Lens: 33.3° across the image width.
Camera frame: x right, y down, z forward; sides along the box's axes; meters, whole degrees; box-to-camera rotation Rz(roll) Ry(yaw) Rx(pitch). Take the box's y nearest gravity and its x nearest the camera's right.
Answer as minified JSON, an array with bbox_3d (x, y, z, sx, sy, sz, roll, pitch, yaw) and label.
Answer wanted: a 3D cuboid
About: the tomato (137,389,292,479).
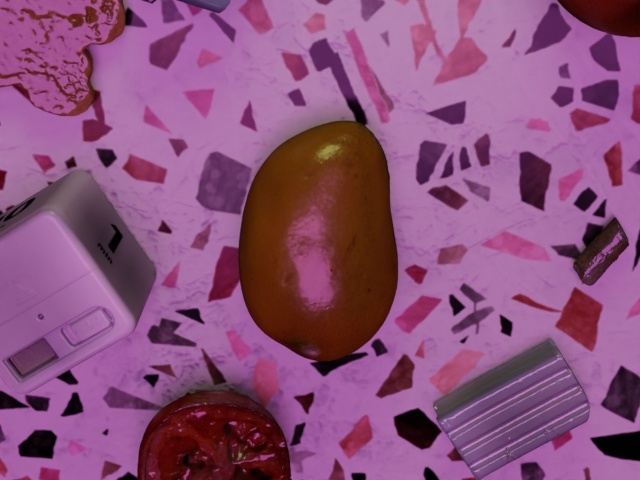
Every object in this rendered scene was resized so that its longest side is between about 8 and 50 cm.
[{"bbox_3d":[-0.155,0.305,1.531,0.228,0.101,0.228,-3,114,-6],"label":"tomato"}]

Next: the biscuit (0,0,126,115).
[{"bbox_3d":[-0.389,-0.329,1.339,0.269,0.051,0.376,-23,108,5],"label":"biscuit"}]

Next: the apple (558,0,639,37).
[{"bbox_3d":[0.405,-0.378,1.176,0.348,0.348,0.277,5,83,-2],"label":"apple"}]

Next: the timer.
[{"bbox_3d":[-0.350,0.050,1.392,0.192,0.195,0.194,-30,107,10],"label":"timer"}]

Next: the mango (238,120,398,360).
[{"bbox_3d":[0.000,0.000,1.392,0.211,0.173,0.317,4,102,-2],"label":"mango"}]

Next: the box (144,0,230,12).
[{"bbox_3d":[-0.144,-0.386,1.269,0.130,0.162,0.227,17,108,-17],"label":"box"}]

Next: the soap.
[{"bbox_3d":[0.275,0.241,1.524,0.198,0.066,0.119,-31,107,10],"label":"soap"}]

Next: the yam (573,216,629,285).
[{"bbox_3d":[0.386,0.016,1.462,0.043,0.043,0.094,38,105,-12],"label":"yam"}]
